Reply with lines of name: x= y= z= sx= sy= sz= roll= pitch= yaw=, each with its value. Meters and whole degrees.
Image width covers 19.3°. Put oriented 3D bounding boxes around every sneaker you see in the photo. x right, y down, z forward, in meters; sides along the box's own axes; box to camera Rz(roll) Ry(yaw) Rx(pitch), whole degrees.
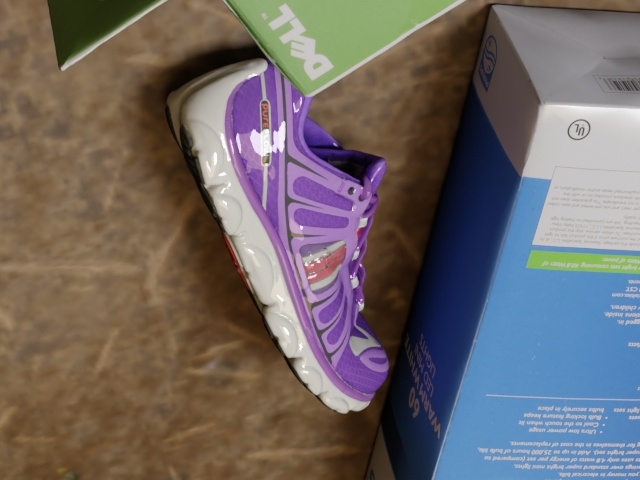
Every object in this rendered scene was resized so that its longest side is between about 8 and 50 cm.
sneaker: x=0.000 y=0.000 z=0.743 sx=0.071 sy=0.068 sz=0.170 roll=-25 pitch=129 yaw=-3

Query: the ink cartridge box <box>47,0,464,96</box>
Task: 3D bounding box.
ink cartridge box: x=0.010 y=-0.119 z=0.623 sx=0.209 sy=0.109 sz=0.062 roll=-32 pitch=128 yaw=10

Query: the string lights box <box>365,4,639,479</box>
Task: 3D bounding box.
string lights box: x=0.112 y=0.035 z=0.792 sx=0.133 sy=0.077 sz=0.259 roll=2 pitch=127 yaw=-16
